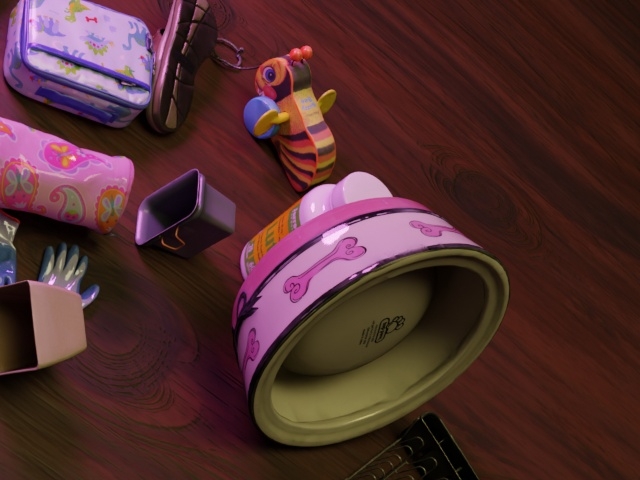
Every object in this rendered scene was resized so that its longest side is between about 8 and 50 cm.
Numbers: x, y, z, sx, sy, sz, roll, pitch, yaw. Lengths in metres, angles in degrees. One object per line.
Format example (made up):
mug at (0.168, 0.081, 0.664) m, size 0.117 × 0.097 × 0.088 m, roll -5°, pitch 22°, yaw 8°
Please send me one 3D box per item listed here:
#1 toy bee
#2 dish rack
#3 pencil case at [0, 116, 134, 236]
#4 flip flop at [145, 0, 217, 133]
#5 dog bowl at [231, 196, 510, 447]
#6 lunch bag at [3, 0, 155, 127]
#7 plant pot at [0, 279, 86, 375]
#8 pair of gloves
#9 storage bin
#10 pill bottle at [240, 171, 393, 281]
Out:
toy bee at (-0.060, -0.236, 1.994) m, size 0.298 × 0.162 × 0.195 m, roll 44°, pitch 44°, yaw -10°
dish rack at (0.131, 0.400, 1.794) m, size 0.271 × 0.074 × 0.208 m, roll -27°, pitch 82°, yaw -48°
pencil case at (-0.394, -0.092, 1.627) m, size 0.284 × 0.124 × 0.124 m, roll 16°, pitch 53°, yaw -34°
flip flop at (-0.237, -0.292, 1.935) m, size 0.112 × 0.080 × 0.277 m, roll 45°, pitch 50°, yaw -50°
dog bowl at (0.056, 0.107, 1.708) m, size 0.408 × 0.408 × 0.150 m, roll 3°, pitch 41°, yaw -41°
lunch bag at (-0.356, -0.271, 1.808) m, size 0.219 × 0.090 × 0.176 m, roll 19°, pitch 54°, yaw -31°
plant pot at (-0.356, 0.110, 1.521) m, size 0.096 × 0.109 × 0.109 m, roll 1°, pitch 80°, yaw -52°
pair of gloves at (-0.386, 0.046, 1.610) m, size 0.198 × 0.023 × 0.159 m, roll 27°, pitch 48°, yaw -25°
storage bin at (-0.190, -0.025, 1.761) m, size 0.091 × 0.135 × 0.098 m, roll 30°, pitch 45°, yaw -37°
pill bottle at (0.000, 0.000, 1.820) m, size 0.136 × 0.245 × 0.136 m, roll 23°, pitch 49°, yaw -29°
